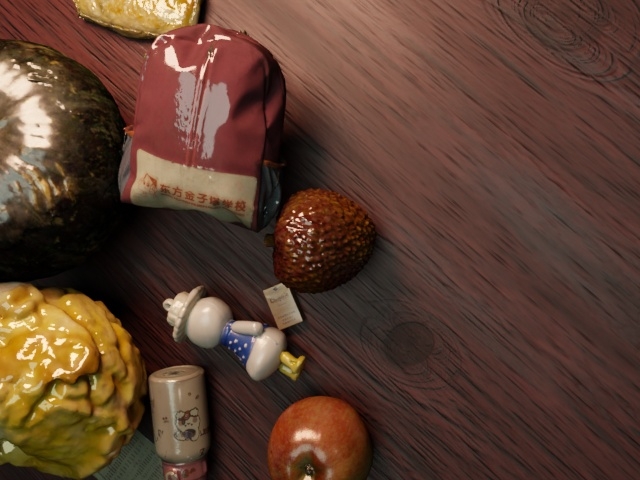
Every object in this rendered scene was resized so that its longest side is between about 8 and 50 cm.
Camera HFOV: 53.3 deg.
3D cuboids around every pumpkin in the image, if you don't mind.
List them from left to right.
[{"bbox_3d":[-0.565,-0.139,1.159,0.453,0.344,0.455,0,81,1],"label":"pumpkin"}]

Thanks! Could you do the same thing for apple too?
[{"bbox_3d":[-0.002,0.376,1.131,0.188,0.174,0.189,1,96,13],"label":"apple"}]

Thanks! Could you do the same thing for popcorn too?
[{"bbox_3d":[-0.515,0.246,1.189,0.389,0.354,0.344,20,104,-29],"label":"popcorn"}]

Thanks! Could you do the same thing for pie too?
[{"bbox_3d":[-0.347,-0.452,1.216,0.282,0.068,0.129,16,100,10],"label":"pie"}]

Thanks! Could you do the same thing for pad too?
[{"bbox_3d":[-0.405,0.474,1.340,0.265,0.009,0.160,38,103,9],"label":"pad"}]

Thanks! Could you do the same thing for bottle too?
[{"bbox_3d":[-0.269,0.368,1.240,0.109,0.110,0.234,-3,93,16],"label":"bottle"}]

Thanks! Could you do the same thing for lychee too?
[{"bbox_3d":[-0.006,0.001,1.101,0.194,0.194,0.195,1,95,16],"label":"lychee"}]

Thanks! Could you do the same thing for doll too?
[{"bbox_3d":[-0.165,0.176,1.196,0.293,0.119,0.138,23,142,9],"label":"doll"}]

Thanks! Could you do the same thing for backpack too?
[{"bbox_3d":[-0.187,-0.193,1.063,0.283,0.197,0.318,10,109,-1],"label":"backpack"}]

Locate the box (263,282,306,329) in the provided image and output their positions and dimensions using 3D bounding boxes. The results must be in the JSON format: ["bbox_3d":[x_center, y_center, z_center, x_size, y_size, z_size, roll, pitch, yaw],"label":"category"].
[{"bbox_3d":[-0.068,0.122,1.206,0.053,0.024,0.083,-22,87,16],"label":"box"}]

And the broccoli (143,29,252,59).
[{"bbox_3d":[-0.212,-0.322,1.145,0.203,0.118,0.123,-3,99,-9],"label":"broccoli"}]
